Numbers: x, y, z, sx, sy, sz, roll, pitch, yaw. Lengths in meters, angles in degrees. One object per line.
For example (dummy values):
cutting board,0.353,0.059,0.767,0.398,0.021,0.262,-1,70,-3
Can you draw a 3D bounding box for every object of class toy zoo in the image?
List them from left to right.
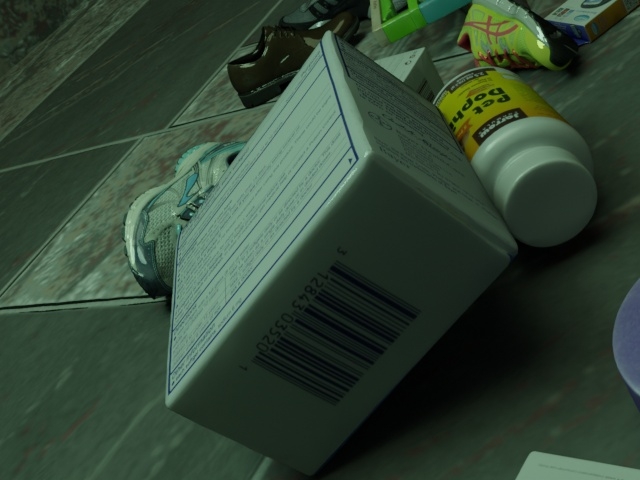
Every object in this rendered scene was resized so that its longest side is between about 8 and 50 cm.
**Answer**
toy zoo,0.202,-0.378,1.342,0.293,0.030,0.192,-26,29,16

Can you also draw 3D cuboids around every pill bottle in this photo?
pill bottle,0.180,-0.079,0.921,0.117,0.117,0.215,-30,28,6

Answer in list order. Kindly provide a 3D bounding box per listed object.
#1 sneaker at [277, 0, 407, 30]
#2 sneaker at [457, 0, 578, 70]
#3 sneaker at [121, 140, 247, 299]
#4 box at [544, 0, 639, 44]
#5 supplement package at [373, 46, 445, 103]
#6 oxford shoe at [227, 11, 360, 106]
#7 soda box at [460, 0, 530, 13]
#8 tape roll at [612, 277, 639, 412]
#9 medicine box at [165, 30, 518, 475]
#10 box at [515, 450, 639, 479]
sneaker,0.018,-0.421,1.596,0.269,0.153,0.101,-13,34,33
sneaker,0.230,-0.232,1.174,0.094,0.081,0.208,-57,28,14
sneaker,-0.144,-0.043,1.212,0.122,0.110,0.283,-11,35,29
box,0.335,-0.283,1.184,0.136,0.028,0.081,-36,28,-10
supplement package,0.054,-0.141,1.164,0.179,0.105,0.105,-9,36,38
oxford shoe,-0.044,-0.304,1.538,0.227,0.096,0.083,-31,26,1
soda box,0.225,-0.353,1.376,0.063,0.058,0.183,-31,27,3
tape roll,0.288,0.070,0.614,0.189,0.080,0.189,-24,29,14
medicine box,0.000,0.000,0.852,0.263,0.149,0.289,-51,22,20
box,0.146,0.213,0.518,0.130,0.091,0.170,1,42,46
